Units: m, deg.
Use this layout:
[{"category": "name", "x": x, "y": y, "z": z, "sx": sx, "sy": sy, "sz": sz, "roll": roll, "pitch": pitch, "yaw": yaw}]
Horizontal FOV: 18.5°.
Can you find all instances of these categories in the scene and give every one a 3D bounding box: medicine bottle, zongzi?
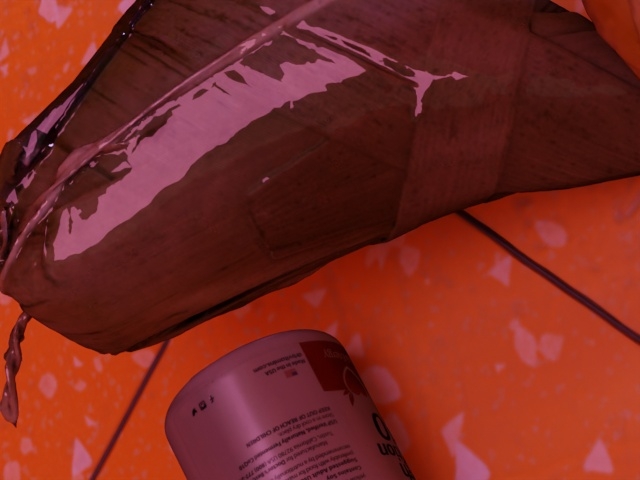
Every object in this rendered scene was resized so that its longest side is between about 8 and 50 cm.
[{"category": "medicine bottle", "x": 0.006, "y": 0.222, "z": 1.483, "sx": 0.157, "sy": 0.157, "sz": 0.288, "roll": -40, "pitch": 64, "yaw": 24}, {"category": "zongzi", "x": -0.008, "y": -0.009, "z": 1.420, "sx": 0.467, "sy": 0.218, "sz": 0.500, "roll": 35, "pitch": 81, "yaw": 34}]

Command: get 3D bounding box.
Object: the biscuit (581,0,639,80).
[{"category": "biscuit", "x": 0.269, "y": -0.164, "z": 1.219, "sx": 0.102, "sy": 0.296, "sz": 0.296, "roll": -30, "pitch": 60, "yaw": -17}]
